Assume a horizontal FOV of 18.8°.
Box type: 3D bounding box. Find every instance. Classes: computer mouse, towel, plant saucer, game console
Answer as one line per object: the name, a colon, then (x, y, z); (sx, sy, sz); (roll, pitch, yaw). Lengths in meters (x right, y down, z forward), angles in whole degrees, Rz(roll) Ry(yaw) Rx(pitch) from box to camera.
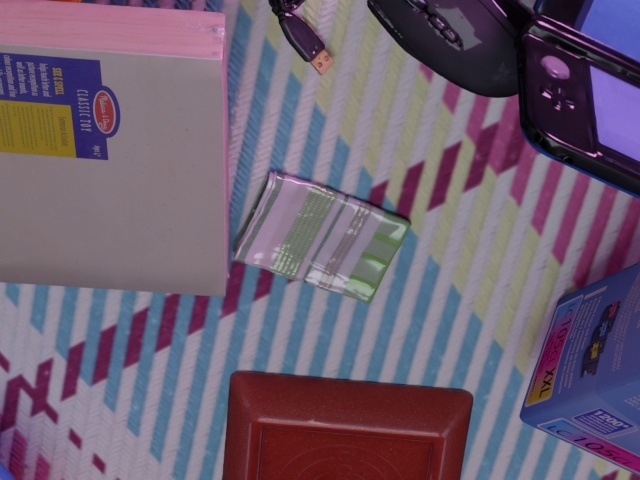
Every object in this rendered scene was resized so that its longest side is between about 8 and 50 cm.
computer mouse: (0.074, -0.189, 1.760); (0.184, 0.060, 0.262); (-37, 115, 24)
towel: (0.000, 0.000, 1.917); (0.152, 0.023, 0.113); (20, 124, -11)
plant saucer: (0.023, 0.264, 2.087); (0.259, 0.048, 0.258); (5, 125, -2)
game console: (0.332, -0.152, 1.661); (0.293, 0.250, 0.173); (23, 124, -13)

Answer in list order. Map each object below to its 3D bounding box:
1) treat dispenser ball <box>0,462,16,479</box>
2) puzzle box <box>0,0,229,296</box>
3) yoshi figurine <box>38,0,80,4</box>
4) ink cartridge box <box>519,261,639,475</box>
treat dispenser ball: (-0.434, 0.335, 2.008); (0.288, 0.288, 0.288); (1, 125, 2)
puzzle box: (-0.217, -0.076, 1.760); (0.272, 0.052, 0.409); (5, 149, 0)
yoshi figurine: (-0.287, -0.363, 1.585); (0.203, 0.203, 0.362); (-35, 115, 12)
ink cartridge box: (0.401, 0.123, 1.792); (0.270, 0.151, 0.395); (25, 157, -14)
